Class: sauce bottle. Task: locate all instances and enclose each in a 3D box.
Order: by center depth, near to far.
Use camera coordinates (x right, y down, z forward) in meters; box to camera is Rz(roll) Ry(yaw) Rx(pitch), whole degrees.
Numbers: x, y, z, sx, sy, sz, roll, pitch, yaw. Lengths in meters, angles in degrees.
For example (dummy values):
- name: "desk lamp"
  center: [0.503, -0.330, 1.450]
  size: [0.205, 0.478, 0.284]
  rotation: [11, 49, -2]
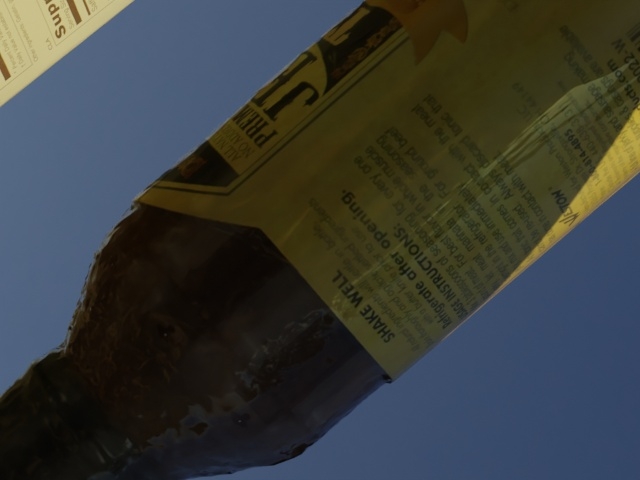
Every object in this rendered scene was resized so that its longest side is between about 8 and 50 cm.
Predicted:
- name: "sauce bottle"
  center: [0.000, 0.000, 0.531]
  size: [0.344, 0.111, 0.111]
  rotation: [-40, -146, -3]

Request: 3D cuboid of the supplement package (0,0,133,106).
- name: "supplement package"
  center: [-0.166, -0.154, 0.670]
  size: [0.139, 0.133, 0.244]
  rotation: [21, -126, 40]
